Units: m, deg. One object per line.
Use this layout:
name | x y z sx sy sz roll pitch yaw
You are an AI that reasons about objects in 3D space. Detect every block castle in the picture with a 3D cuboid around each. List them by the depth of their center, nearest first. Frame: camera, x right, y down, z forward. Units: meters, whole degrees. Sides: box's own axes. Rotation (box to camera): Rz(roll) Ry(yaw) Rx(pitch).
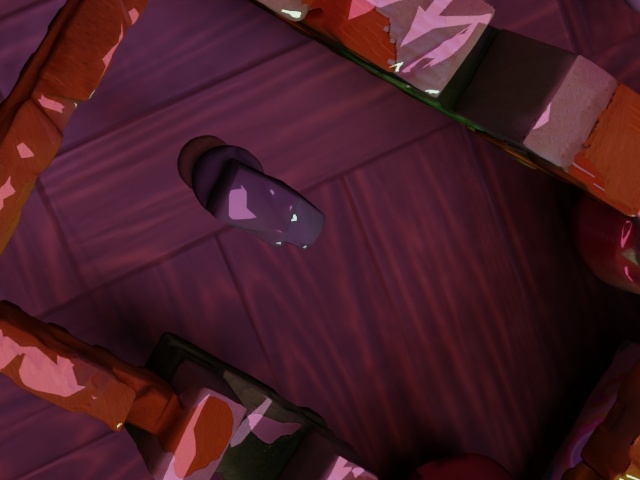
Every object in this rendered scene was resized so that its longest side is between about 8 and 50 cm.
block castle | 0.000 0.000 1.065 0.453 0.213 0.303 29 94 -21

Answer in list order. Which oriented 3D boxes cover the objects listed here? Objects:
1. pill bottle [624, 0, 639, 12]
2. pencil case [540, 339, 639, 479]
pill bottle | 0.148 -0.234 1.109 0.117 0.117 0.215 -45 112 -5
pencil case | 0.175 0.204 1.216 0.124 0.124 0.284 29 91 -22
